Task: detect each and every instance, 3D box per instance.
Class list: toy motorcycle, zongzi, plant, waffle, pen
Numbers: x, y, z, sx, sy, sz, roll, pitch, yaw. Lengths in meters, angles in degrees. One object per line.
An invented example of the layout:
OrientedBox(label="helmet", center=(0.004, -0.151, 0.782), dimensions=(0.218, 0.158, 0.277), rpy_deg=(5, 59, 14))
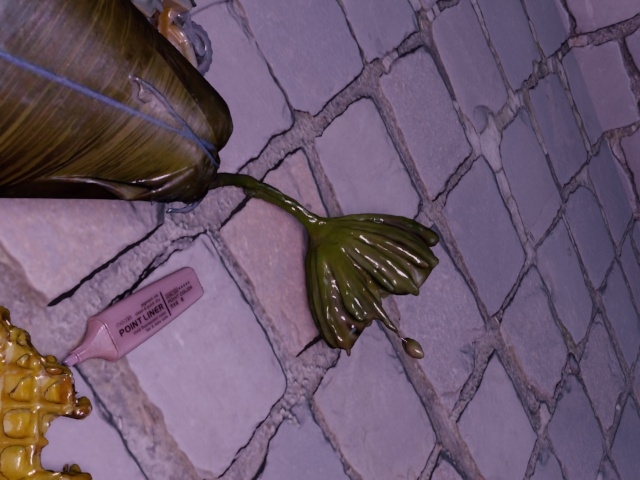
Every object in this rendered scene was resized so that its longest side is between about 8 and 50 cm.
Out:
OrientedBox(label="toy motorcycle", center=(-0.208, -0.258, 0.865), dimensions=(0.229, 0.094, 0.129), rpy_deg=(55, 46, -43))
OrientedBox(label="zongzi", center=(-0.294, -0.061, 0.651), dimensions=(0.403, 0.208, 0.432), rpy_deg=(46, 65, -46))
OrientedBox(label="plant", center=(0.022, -0.018, 1.016), dimensions=(0.333, 0.180, 0.251), rpy_deg=(56, 32, -19))
OrientedBox(label="waffle", center=(-0.300, 0.179, 0.652), dimensions=(0.231, 0.051, 0.228), rpy_deg=(58, 45, -21))
OrientedBox(label="pen", center=(-0.199, 0.084, 0.814), dimensions=(0.197, 0.032, 0.053), rpy_deg=(-37, 109, -50))
